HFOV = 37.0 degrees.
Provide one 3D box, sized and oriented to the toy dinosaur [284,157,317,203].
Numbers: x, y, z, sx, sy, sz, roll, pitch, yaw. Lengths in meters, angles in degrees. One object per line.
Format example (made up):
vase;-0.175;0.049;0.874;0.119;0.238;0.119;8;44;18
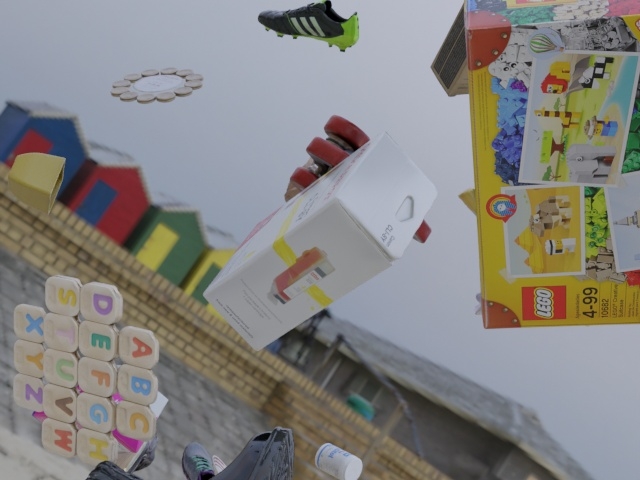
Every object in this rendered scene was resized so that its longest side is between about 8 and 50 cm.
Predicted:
toy dinosaur;-0.028;-0.062;2.206;0.127;0.296;0.200;-6;-14;-41

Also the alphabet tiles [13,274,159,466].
alphabet tiles;-0.365;0.199;1.454;0.277;0.284;0.021;9;11;26

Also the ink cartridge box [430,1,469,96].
ink cartridge box;0.355;-0.382;1.844;0.088;0.234;0.193;62;-35;28

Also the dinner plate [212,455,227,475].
dinner plate;-0.190;0.512;1.994;0.141;0.017;0.141;54;-2;3

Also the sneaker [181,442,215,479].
sneaker;-0.265;0.539;2.214;0.083;0.098;0.224;5;35;-23

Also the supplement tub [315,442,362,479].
supplement tub;0.045;0.565;2.428;0.107;0.071;0.071;16;-18;40

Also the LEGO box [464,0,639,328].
LEGO box;0.409;-0.126;1.397;0.372;0.193;0.501;-3;-56;11

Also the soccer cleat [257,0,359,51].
soccer cleat;-0.018;-0.367;1.585;0.178;0.060;0.072;16;-56;14

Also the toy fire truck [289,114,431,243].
toy fire truck;0.097;-0.110;1.992;0.253;0.169;0.302;30;-7;27

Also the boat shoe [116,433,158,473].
boat shoe;-0.432;0.494;2.237;0.285;0.102;0.092;-84;155;-73

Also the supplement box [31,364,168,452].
supplement box;-0.390;0.295;1.685;0.220;0.111;0.114;-8;-47;45

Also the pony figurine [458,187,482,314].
pony figurine;0.455;0.024;2.133;0.364;0.302;0.351;57;-4;-4

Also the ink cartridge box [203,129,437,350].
ink cartridge box;0.000;0.000;1.785;0.384;0.279;0.160;-34;-77;37

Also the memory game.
memory game;-0.319;-0.304;1.874;0.186;0.186;0.012;26;-49;42

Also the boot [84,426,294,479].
boot;-0.206;0.381;1.420;0.260;0.348;0.131;14;-53;19

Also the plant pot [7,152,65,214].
plant pot;-0.509;-0.109;1.703;0.083;0.081;0.081;19;-30;-10
